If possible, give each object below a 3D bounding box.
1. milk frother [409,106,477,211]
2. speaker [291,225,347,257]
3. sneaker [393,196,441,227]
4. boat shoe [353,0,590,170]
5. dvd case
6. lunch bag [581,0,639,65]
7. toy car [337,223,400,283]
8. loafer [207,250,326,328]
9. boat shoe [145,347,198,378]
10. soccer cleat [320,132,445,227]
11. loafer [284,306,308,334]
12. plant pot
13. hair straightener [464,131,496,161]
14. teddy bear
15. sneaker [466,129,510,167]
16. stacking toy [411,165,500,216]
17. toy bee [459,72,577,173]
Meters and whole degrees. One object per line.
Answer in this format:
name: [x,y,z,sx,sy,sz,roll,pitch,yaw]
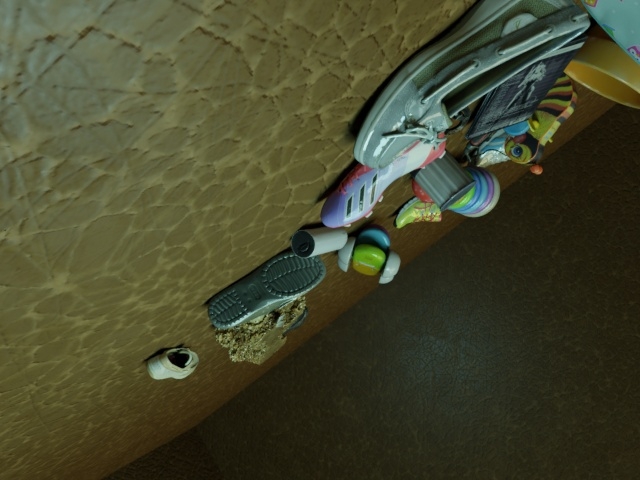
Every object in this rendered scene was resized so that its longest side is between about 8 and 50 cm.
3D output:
milk frother: [0.239,-0.153,0.803,0.129,0.135,0.143,-24,161,-45]
speaker: [0.000,0.000,0.883,0.055,0.055,0.136,-44,164,28]
sneaker: [0.303,-0.085,1.263,0.208,0.094,0.081,-32,167,-14]
boat shoe: [0.179,-0.199,0.572,0.320,0.103,0.118,-40,166,12]
dvd case: [0.392,-0.293,0.863,0.164,0.018,0.221,-20,158,-13]
lunch bag: [0.430,-0.329,0.514,0.108,0.224,0.279,-39,165,11]
toy car: [0.134,0.026,1.165,0.182,0.159,0.136,84,25,-73]
loafer: [-0.108,0.098,0.895,0.251,0.094,0.087,-24,169,-13]
boat shoe: [-0.313,0.270,0.981,0.059,0.063,0.170,-33,166,8]
soccer cleat: [0.089,-0.116,0.718,0.248,0.083,0.095,-35,137,13]
loafer: [-0.113,0.287,1.530,0.170,0.062,0.061,-43,160,17]
plant pot: [0.630,-0.398,0.881,0.205,0.205,0.188,-11,135,-61]
hair straightener: [0.416,-0.272,1.020,0.089,0.047,0.230,-25,156,-41]
teddy bear: [-0.147,0.188,1.080,0.245,0.113,0.338,-40,160,-16]
sneaker: [0.507,-0.255,1.214,0.228,0.092,0.087,-42,167,24]
stacking toy: [0.328,-0.134,1.106,0.330,0.141,0.141,-1,143,-49]
toy bee: [0.523,-0.252,1.088,0.195,0.162,0.298,-17,153,-31]
